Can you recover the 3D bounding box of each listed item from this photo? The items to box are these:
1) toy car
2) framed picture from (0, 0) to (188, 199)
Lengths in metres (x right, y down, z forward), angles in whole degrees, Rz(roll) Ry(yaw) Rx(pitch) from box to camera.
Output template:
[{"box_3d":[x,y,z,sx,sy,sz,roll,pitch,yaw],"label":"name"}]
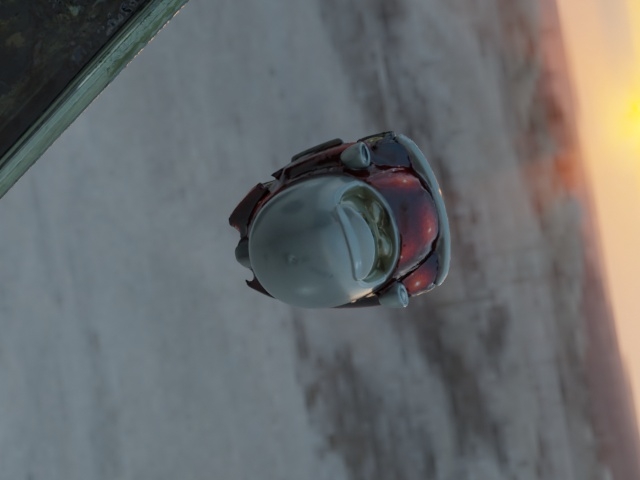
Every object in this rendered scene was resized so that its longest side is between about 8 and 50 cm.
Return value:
[{"box_3d":[0.000,0.000,1.224,0.112,0.139,0.112,-33,109,-63],"label":"toy car"},{"box_3d":[-0.246,-0.185,1.437,0.232,0.296,0.019,43,3,2],"label":"framed picture"}]
